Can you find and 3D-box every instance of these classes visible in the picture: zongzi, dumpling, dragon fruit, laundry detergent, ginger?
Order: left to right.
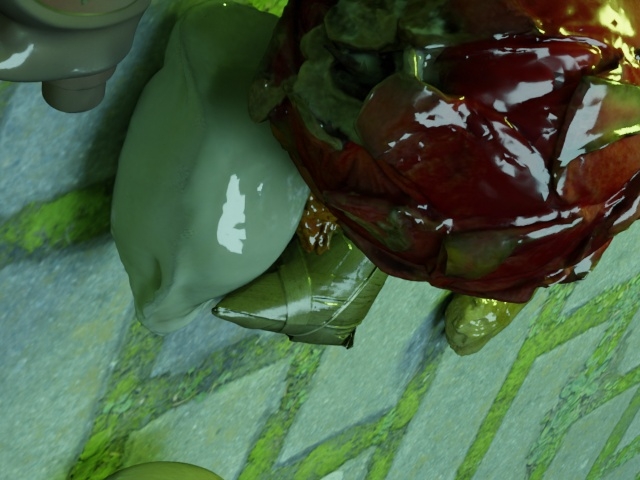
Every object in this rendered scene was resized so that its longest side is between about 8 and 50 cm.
[{"bbox_3d":[-0.168,-0.154,1.025,0.171,0.076,0.237,-33,152,-34],"label":"laundry detergent"},{"bbox_3d":[-0.073,-0.047,1.280,0.162,0.132,0.250,-5,114,-48],"label":"dumpling"},{"bbox_3d":[0.000,0.000,1.550,0.178,0.081,0.189,16,105,-54],"label":"zongzi"},{"bbox_3d":[0.107,-0.100,1.195,0.277,0.277,0.342,-50,149,-2],"label":"dragon fruit"},{"bbox_3d":[0.242,0.008,1.987,0.299,0.065,0.118,-48,169,-5],"label":"ginger"}]

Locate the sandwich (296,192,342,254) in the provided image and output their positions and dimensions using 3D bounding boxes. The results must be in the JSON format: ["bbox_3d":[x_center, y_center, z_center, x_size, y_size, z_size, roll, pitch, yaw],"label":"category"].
[{"bbox_3d":[0.025,-0.089,1.436,0.160,0.109,0.185,-29,156,-1],"label":"sandwich"}]

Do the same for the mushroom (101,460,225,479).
[{"bbox_3d":[-0.153,0.302,1.570,0.226,0.178,0.226,-39,163,-15],"label":"mushroom"}]
